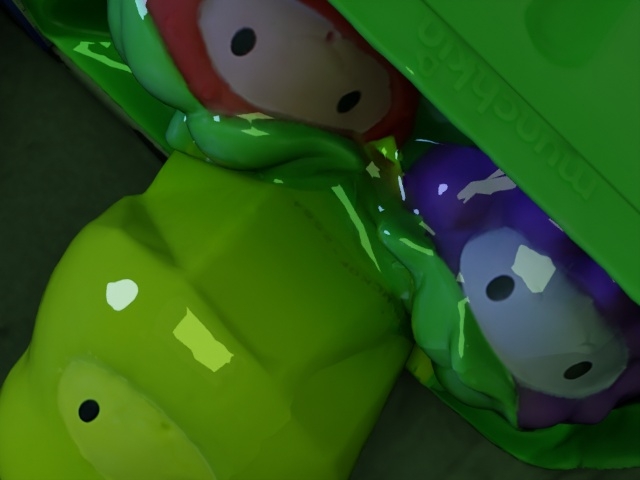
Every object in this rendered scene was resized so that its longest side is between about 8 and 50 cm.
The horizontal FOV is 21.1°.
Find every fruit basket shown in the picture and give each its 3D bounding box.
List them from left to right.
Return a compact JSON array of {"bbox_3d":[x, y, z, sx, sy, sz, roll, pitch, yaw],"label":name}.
[{"bbox_3d":[0.000,0.000,0.770,0.392,0.283,0.392,4,80,-20],"label":"fruit basket"}]

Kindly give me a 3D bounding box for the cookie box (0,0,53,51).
[{"bbox_3d":[-0.166,-0.155,0.872,0.040,0.107,0.092,-40,77,-4],"label":"cookie box"}]
